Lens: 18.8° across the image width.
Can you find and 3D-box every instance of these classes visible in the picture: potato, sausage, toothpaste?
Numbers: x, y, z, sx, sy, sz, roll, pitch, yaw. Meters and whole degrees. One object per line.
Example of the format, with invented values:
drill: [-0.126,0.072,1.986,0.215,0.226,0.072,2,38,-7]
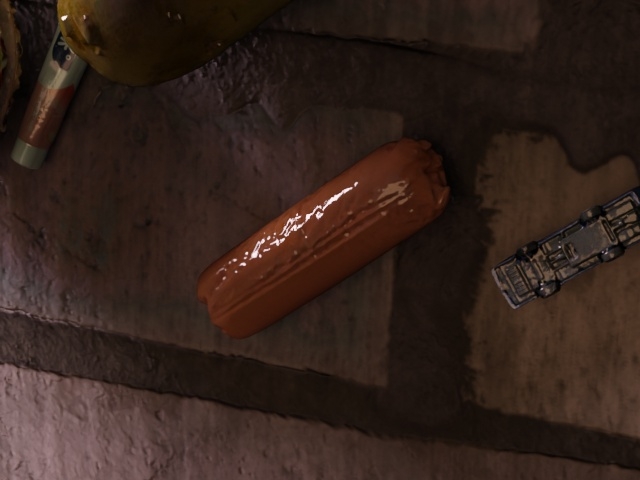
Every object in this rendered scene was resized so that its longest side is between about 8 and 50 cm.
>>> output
potato: [-0.121,-0.266,1.751,0.307,0.173,0.210,-42,85,25]
sausage: [0.001,0.000,1.806,0.289,0.086,0.086,-34,87,27]
toothpaste: [-0.257,-0.168,1.920,0.056,0.036,0.205,31,110,15]

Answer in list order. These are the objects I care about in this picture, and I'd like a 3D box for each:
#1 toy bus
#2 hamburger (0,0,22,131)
toy bus: [0.228,0.006,1.711,0.153,0.061,0.051,-31,87,27]
hamburger: [-0.432,-0.183,1.918,0.300,0.176,0.300,7,107,25]
